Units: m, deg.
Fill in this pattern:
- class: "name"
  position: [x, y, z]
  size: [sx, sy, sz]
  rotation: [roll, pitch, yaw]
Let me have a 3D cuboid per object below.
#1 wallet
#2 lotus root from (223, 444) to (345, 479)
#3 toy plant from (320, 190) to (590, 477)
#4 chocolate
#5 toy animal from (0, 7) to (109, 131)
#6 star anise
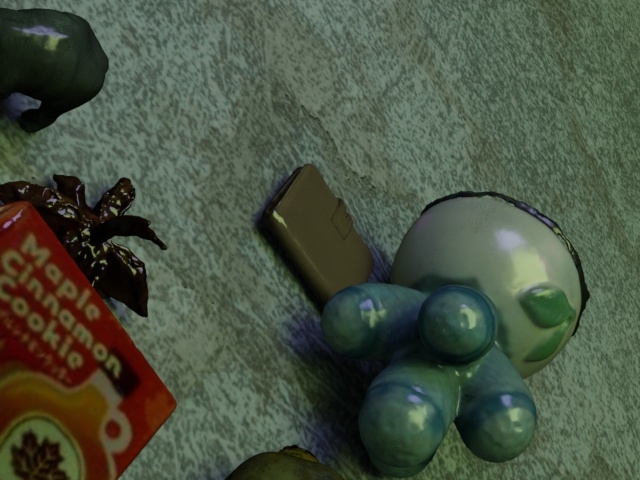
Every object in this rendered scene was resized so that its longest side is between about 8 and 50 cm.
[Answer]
- class: "wallet"
  position: [0.000, 0.000, 1.317]
  size: [0.152, 0.039, 0.118]
  rotation: [56, 40, -18]
- class: "lotus root"
  position: [-0.040, 0.284, 1.014]
  size: [0.173, 0.173, 0.309]
  rotation: [47, 32, -24]
- class: "toy plant"
  position: [0.128, 0.117, 1.261]
  size: [0.247, 0.247, 0.332]
  rotation: [58, 38, -10]
- class: "chocolate"
  position: [-0.242, 0.112, 0.887]
  size: [0.237, 0.108, 0.235]
  rotation: [55, 35, -11]
- class: "toy animal"
  position: [-0.282, -0.152, 0.967]
  size: [0.269, 0.137, 0.082]
  rotation: [10, 65, -58]
- class: "star anise"
  position: [-0.177, -0.020, 1.022]
  size: [0.158, 0.144, 0.140]
  rotation: [5, 58, -50]
